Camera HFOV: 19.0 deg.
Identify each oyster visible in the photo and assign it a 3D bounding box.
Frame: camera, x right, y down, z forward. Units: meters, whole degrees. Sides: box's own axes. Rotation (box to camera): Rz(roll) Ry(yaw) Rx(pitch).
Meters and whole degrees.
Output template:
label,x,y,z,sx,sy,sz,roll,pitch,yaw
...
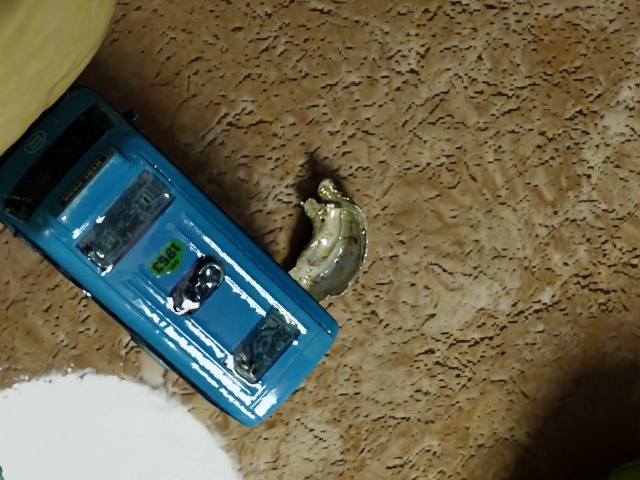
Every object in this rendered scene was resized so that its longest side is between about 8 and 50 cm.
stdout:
label,x,y,z,sx,sy,sz,roll,pitch,yaw
oyster,0.000,0.000,1.419,0.083,0.038,0.080,-35,109,17

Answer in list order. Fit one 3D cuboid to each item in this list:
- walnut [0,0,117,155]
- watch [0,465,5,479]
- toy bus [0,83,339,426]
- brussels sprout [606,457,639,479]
label,x,y,z,sx,sy,sz,roll,pitch,yaw
walnut,-0.292,-0.182,1.045,0.383,0.383,0.383,-7,108,-23
watch,-0.321,0.168,1.292,0.195,0.068,0.237,-37,116,-10
toy bus,-0.108,0.012,1.306,0.113,0.134,0.246,-48,119,-5
brussels sprout,0.315,0.312,1.535,0.328,0.247,0.328,-9,109,-26
